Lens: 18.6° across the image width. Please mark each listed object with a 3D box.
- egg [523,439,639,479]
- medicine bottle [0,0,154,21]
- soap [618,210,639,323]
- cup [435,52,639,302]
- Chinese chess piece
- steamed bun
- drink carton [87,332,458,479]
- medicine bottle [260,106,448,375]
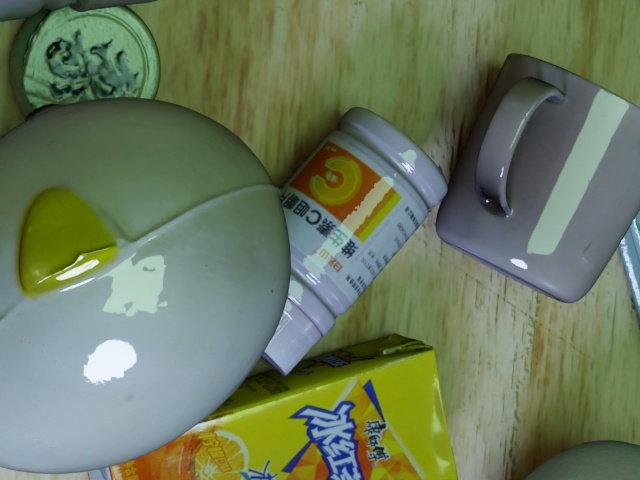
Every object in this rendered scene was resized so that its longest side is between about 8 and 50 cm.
[{"bbox_3d":[0.308,0.374,1.987,0.354,0.354,0.340,3,75,-22],"label":"egg"},{"bbox_3d":[-0.308,-0.293,1.712,0.325,0.212,0.212,-9,100,-20],"label":"medicine bottle"},{"bbox_3d":[0.393,0.038,2.110,0.114,0.063,0.198,-22,105,-16],"label":"soap"},{"bbox_3d":[0.216,-0.064,1.938,0.200,0.191,0.253,-62,153,-1],"label":"cup"},{"bbox_3d":[-0.221,-0.162,1.844,0.144,0.058,0.144,-3,98,-20],"label":"Chinese chess piece"},{"bbox_3d":[-0.200,0.042,1.716,0.334,0.334,0.374,32,127,-22],"label":"steamed bun"},{"bbox_3d":[-0.048,0.213,1.935,0.351,0.111,0.155,-15,103,-19],"label":"drink carton"},{"bbox_3d":[0.000,0.000,1.915,0.133,0.133,0.250,45,82,-21],"label":"medicine bottle"}]
